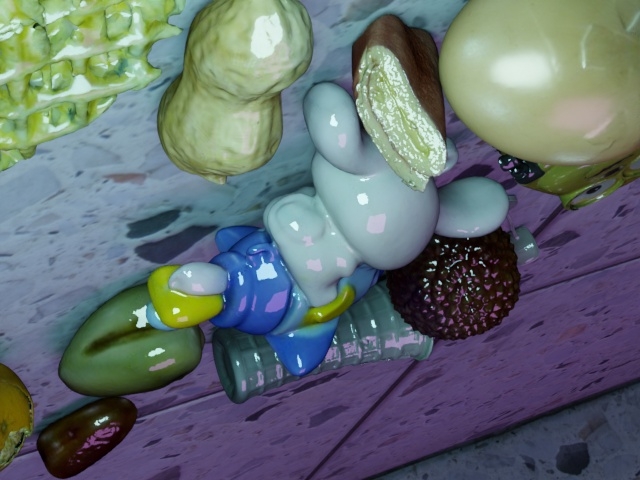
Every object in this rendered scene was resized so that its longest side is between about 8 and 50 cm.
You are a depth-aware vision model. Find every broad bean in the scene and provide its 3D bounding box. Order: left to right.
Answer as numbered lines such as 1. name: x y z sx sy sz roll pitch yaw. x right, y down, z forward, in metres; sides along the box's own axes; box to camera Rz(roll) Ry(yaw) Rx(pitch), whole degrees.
1. broad bean: -0.341 0.285 1.981 0.165 0.084 0.114 -32 177 3
2. broad bean: -0.232 0.145 1.672 0.189 0.121 0.263 -13 161 -20

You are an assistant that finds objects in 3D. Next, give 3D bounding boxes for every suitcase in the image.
1. suitcase: 0.306 -0.134 1.530 0.194 0.143 0.235 -33 160 23

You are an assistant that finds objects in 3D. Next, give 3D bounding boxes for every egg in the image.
1. egg: 0.224 -0.167 1.256 0.244 0.201 0.201 -8 156 -23

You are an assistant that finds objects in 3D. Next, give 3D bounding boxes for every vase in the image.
1. vase: 0.001 0.145 1.936 0.299 0.143 0.143 -15 160 -18

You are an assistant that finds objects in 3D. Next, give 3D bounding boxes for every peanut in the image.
1. peanut: -0.071 -0.132 1.132 0.101 0.117 0.263 -38 168 -33

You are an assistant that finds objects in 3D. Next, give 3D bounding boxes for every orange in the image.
1. orange: -0.418 0.212 1.591 0.134 0.157 0.156 14 -174 35

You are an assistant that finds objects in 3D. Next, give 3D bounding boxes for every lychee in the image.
1. lychee: 0.177 0.040 1.814 0.188 0.188 0.188 -22 161 -8

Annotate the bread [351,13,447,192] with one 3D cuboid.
1. bread: 0.070 -0.147 1.257 0.067 0.192 0.119 -27 125 24

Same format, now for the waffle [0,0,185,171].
1. waffle: -0.260 -0.126 0.966 0.317 0.073 0.297 -34 159 26

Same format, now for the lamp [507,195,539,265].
1. lamp: 0.283 -0.016 1.978 0.050 0.056 0.198 -24 158 10

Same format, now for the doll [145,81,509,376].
1. doll: -0.002 -0.006 1.490 0.365 0.187 0.376 -39 131 17
